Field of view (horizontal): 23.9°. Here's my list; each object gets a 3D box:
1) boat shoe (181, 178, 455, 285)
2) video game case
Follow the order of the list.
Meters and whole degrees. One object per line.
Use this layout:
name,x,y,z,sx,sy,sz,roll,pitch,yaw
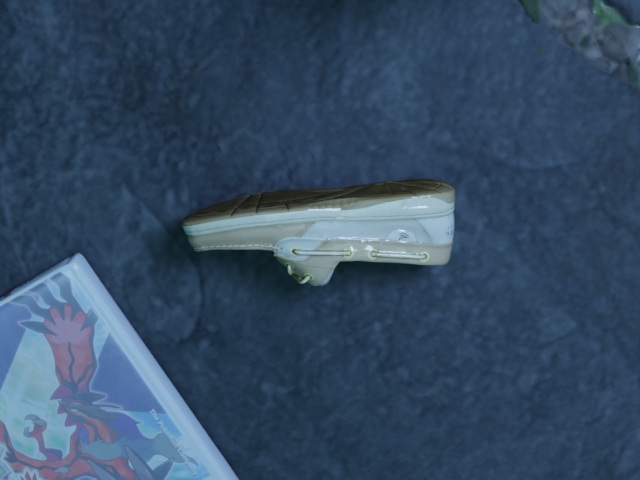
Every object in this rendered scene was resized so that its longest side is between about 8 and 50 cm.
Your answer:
boat shoe,0.000,0.000,0.932,0.170,0.063,0.059,-4,104,6
video game case,-0.181,0.133,1.019,0.183,0.023,0.201,-29,105,14
